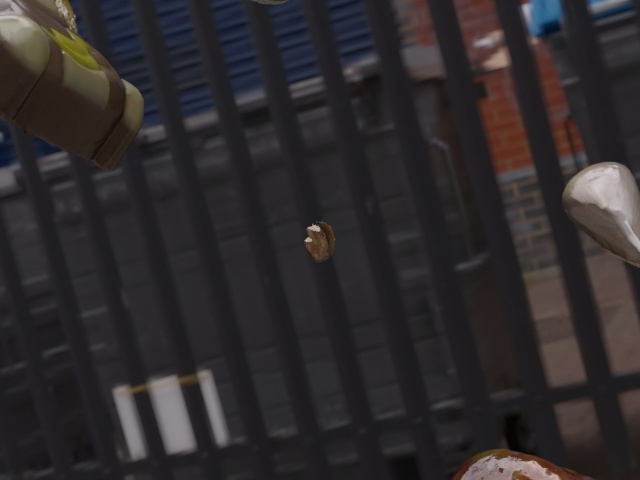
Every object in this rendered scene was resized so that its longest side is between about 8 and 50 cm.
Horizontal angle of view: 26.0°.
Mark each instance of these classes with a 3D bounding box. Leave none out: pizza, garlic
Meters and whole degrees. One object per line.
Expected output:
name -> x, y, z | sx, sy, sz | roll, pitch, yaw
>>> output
pizza -> 0.000, 0.000, 1.539 | 0.016, 0.037, 0.083 | -54, -13, -27
garlic -> 0.395, -0.037, 1.869 | 0.148, 0.128, 0.266 | 24, 8, 12

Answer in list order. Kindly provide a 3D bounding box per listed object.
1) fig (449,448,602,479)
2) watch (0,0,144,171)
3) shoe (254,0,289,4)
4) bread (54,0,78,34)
fig -> 0.162, 0.237, 0.963 | 0.149, 0.202, 0.148 | -16, 20, -23
watch -> -0.355, -0.105, 0.976 | 0.327, 0.335, 0.314 | -44, -17, 6
shoe -> -0.065, -0.242, 1.086 | 0.071, 0.143, 0.064 | -9, 51, 58
bread -> -0.345, -0.297, 1.758 | 0.054, 0.154, 0.136 | -25, 6, -4
